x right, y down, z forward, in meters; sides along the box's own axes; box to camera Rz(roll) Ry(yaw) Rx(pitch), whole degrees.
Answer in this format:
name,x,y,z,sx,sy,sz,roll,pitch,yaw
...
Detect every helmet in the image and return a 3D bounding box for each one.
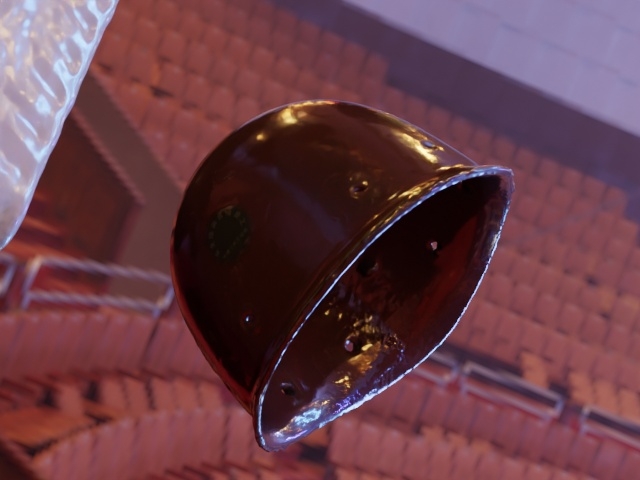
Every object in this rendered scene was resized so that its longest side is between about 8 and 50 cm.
name,x,y,z,sx,sy,sz,roll,pitch,yaw
helmet,0.000,0.000,0.712,0.106,0.155,0.175,43,14,23

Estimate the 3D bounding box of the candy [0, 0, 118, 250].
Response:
name,x,y,z,sx,sy,sz,roll,pitch,yaw
candy,-0.215,-0.173,0.888,0.145,0.359,0.208,-8,-42,32
